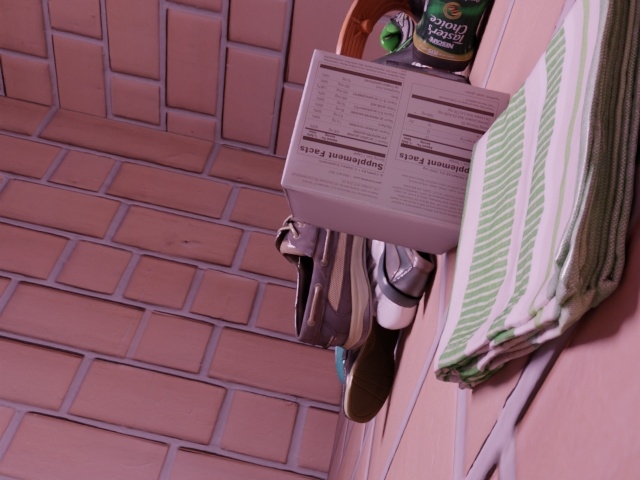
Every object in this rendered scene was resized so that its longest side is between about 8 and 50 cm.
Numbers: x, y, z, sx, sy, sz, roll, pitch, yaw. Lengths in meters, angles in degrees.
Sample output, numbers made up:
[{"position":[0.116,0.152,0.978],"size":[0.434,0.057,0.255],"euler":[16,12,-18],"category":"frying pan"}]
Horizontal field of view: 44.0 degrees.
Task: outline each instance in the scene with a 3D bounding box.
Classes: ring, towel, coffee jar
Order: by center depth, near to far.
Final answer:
[{"position":[0.141,-0.033,0.551],"size":[0.325,0.038,0.248],"euler":[98,-174,-72],"category":"towel"},{"position":[0.191,-0.330,1.136],"size":[0.184,0.096,0.079],"euler":[99,-176,-53],"category":"coffee jar"},{"position":[0.134,-0.269,1.317],"size":[0.336,0.032,0.337],"euler":[-15,-70,-50],"category":"ring"}]

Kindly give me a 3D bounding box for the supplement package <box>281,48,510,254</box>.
[{"position":[0.075,-0.084,0.896],"size":[0.262,0.203,0.145],"euler":[88,-164,-85],"category":"supplement package"}]

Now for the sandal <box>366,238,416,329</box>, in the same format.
[{"position":[0.102,-0.015,1.354],"size":[0.169,0.102,0.416],"euler":[107,156,-44],"category":"sandal"}]

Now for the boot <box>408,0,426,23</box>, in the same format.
[{"position":[0.227,-0.481,1.204],"size":[0.223,0.118,0.338],"euler":[-58,-21,-22],"category":"boot"}]

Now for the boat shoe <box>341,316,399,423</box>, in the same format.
[{"position":[0.078,0.197,1.326],"size":[0.073,0.080,0.224],"euler":[-21,48,55],"category":"boat shoe"}]

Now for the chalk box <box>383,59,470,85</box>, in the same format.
[{"position":[0.137,-0.168,1.125],"size":[0.213,0.132,0.132],"euler":[-70,-7,-69],"category":"chalk box"}]

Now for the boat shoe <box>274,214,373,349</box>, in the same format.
[{"position":[0.000,0.000,1.281],"size":[0.132,0.130,0.356],"euler":[142,124,-66],"category":"boat shoe"}]

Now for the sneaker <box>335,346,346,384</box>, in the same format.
[{"position":[0.092,0.123,1.434],"size":[0.121,0.108,0.302],"euler":[82,-159,-73],"category":"sneaker"}]

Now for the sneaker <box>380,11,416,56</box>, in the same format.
[{"position":[0.212,-0.475,1.715],"size":[0.134,0.146,0.344],"euler":[100,-176,-57],"category":"sneaker"}]

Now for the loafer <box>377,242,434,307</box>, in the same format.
[{"position":[0.137,-0.014,1.181],"size":[0.084,0.096,0.268],"euler":[-54,20,35],"category":"loafer"}]

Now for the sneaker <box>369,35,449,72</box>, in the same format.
[{"position":[0.183,-0.355,1.558],"size":[0.234,0.078,0.106],"euler":[13,75,55],"category":"sneaker"}]
